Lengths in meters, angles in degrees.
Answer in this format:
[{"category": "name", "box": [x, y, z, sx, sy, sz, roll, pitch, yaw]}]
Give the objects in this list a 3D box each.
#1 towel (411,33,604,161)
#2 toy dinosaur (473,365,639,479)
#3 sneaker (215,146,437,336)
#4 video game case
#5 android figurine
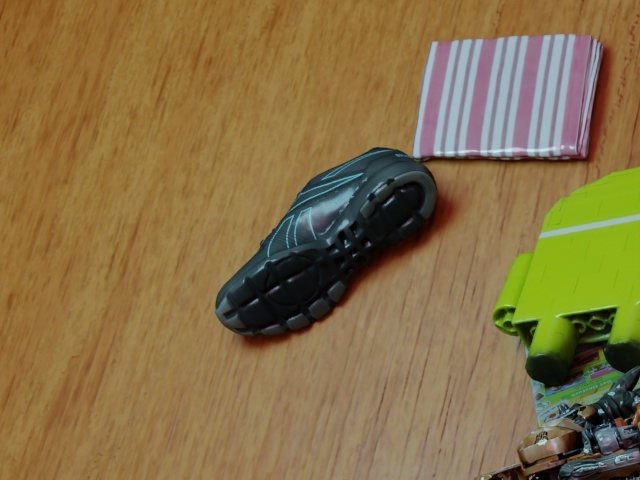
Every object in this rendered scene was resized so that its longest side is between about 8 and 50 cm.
[{"category": "towel", "box": [0.196, -0.148, 2.108, 0.197, 0.029, 0.144, 0, 64, 25]}, {"category": "toy dinosaur", "box": [0.223, 0.186, 1.648, 0.322, 0.218, 0.164, 3, 89, 27]}, {"category": "sneaker", "box": [0.000, 0.000, 2.086, 0.267, 0.101, 0.106, -35, 37, 0]}, {"category": "video game case", "box": [0.305, 0.106, 1.863, 0.227, 0.026, 0.206, -22, 22, 10]}, {"category": "android figurine", "box": [0.284, 0.024, 1.913, 0.248, 0.056, 0.273, -13, 36, 31]}]
